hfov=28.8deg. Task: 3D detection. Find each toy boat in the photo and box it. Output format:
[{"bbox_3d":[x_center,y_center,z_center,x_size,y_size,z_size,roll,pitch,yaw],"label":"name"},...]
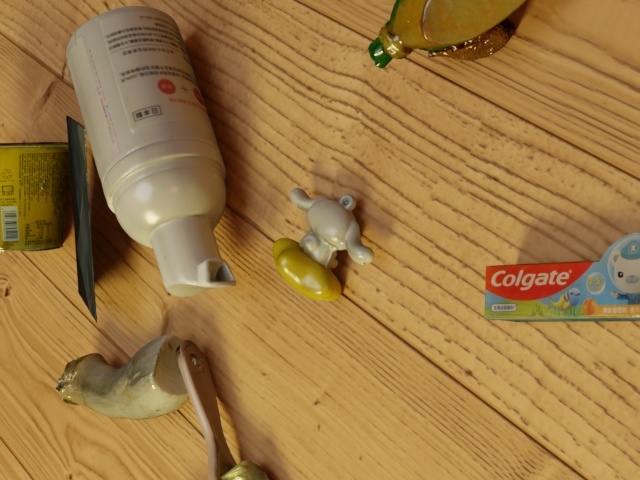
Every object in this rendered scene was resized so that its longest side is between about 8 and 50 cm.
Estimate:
[{"bbox_3d":[0.135,-0.233,1.127,0.229,0.089,0.088,-39,19,12],"label":"toy boat"}]

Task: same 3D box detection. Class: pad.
[{"bbox_3d":[-0.301,-0.031,1.567,0.164,0.004,0.243,-151,58,-68],"label":"pad"}]

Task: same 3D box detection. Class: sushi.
[{"bbox_3d":[0.140,-0.198,1.180,0.099,0.047,0.050,-22,67,39],"label":"sushi"}]

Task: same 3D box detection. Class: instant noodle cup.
[{"bbox_3d":[-0.416,-0.059,1.663,0.182,0.182,0.144,5,98,47],"label":"instant noodle cup"}]

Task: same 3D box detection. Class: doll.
[{"bbox_3d":[-0.004,-0.004,1.299,0.113,0.071,0.135,-39,54,27],"label":"doll"}]

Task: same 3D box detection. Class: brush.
[{"bbox_3d":[-0.092,0.240,1.369,0.067,0.072,0.312,-29,59,15],"label":"brush"}]

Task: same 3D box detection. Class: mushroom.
[{"bbox_3d":[-0.236,0.174,1.508,0.223,0.081,0.092,-15,93,47],"label":"mushroom"}]

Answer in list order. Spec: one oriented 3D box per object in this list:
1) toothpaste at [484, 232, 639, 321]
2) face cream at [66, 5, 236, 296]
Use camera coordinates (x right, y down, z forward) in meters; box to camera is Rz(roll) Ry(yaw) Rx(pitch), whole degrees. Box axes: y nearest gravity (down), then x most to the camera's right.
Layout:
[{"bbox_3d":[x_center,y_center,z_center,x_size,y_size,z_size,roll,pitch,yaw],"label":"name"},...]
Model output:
[{"bbox_3d":[0.228,0.034,1.062,0.193,0.044,0.070,-4,81,46],"label":"toothpaste"},{"bbox_3d":[-0.186,-0.084,1.434,0.145,0.145,0.369,-39,57,36],"label":"face cream"}]
